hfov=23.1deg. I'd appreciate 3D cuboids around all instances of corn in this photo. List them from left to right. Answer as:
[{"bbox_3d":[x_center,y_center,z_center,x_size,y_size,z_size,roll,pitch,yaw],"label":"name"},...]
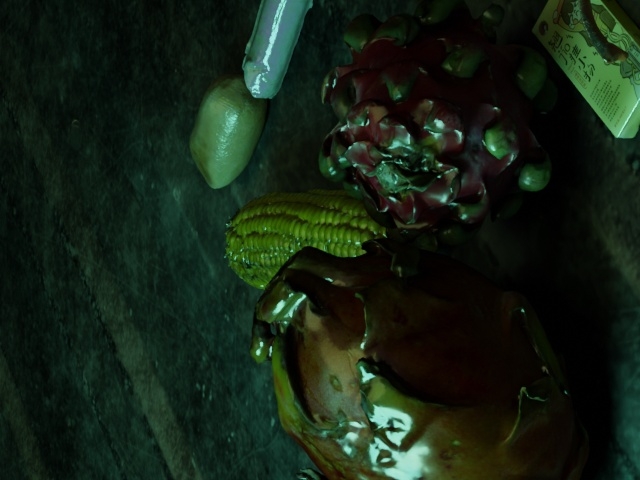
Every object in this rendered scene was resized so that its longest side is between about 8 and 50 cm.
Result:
[{"bbox_3d":[0.000,0.000,1.577,0.318,0.115,0.115,-4,89,58],"label":"corn"}]

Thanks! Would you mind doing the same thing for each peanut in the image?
[{"bbox_3d":[-0.105,-0.124,1.770,0.076,0.076,0.152,55,134,40],"label":"peanut"}]

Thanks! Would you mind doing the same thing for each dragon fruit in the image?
[{"bbox_3d":[0.082,-0.107,1.354,0.273,0.198,0.218,20,118,57],"label":"dragon fruit"},{"bbox_3d":[0.086,0.129,1.316,0.250,0.315,0.250,23,-90,-84],"label":"dragon fruit"}]

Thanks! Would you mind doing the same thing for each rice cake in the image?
[{"bbox_3d":[-0.031,-0.272,1.652,0.049,0.055,0.270,48,129,39],"label":"rice cake"}]

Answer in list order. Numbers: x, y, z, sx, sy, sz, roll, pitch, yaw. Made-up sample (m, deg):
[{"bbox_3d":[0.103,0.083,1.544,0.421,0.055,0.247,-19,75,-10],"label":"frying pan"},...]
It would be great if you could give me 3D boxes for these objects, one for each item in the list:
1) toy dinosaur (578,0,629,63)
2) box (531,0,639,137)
[{"bbox_3d":[0.225,-0.255,1.201,0.055,0.101,0.279,118,149,-55],"label":"toy dinosaur"},{"bbox_3d":[0.227,-0.158,1.279,0.149,0.020,0.073,59,139,37],"label":"box"}]
